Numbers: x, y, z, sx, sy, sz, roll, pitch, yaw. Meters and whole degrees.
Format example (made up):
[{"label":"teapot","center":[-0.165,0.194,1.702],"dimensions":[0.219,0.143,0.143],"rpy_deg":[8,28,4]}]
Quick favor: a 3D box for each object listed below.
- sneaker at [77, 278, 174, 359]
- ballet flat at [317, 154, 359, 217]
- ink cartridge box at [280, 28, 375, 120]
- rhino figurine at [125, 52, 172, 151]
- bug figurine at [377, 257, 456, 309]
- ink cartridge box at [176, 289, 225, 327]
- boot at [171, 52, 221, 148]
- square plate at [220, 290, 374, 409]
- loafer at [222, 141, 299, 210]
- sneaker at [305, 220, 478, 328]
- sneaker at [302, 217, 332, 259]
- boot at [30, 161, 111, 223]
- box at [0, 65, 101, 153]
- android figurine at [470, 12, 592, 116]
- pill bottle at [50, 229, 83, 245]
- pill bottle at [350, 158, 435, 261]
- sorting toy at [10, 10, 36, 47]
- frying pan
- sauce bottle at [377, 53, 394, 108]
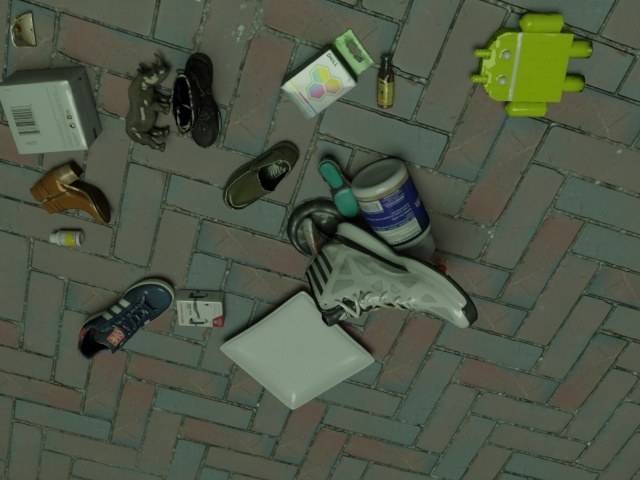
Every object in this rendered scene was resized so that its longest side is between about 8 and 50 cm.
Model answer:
[{"label":"sneaker","center":[-0.575,0.245,2.025],"dimensions":[0.350,0.148,0.131],"rpy_deg":[-33,115,20]},{"label":"ballet flat","center":[0.050,-0.146,1.806],"dimensions":[0.070,0.070,0.188],"rpy_deg":[-18,124,13]},{"label":"ink cartridge box","center":[0.018,-0.395,1.651],"dimensions":[0.209,0.062,0.109],"rpy_deg":[-33,115,20]},{"label":"rhino figurine","center":[-0.421,-0.342,1.697],"dimensions":[0.106,0.073,0.243],"rpy_deg":[11,120,-8]},{"label":"bug figurine","center":[0.234,0.124,1.929],"dimensions":[0.279,0.072,0.216],"rpy_deg":[-5,151,4]},{"label":"ink cartridge box","center":[-0.353,0.202,2.043],"dimensions":[0.135,0.056,0.099],"rpy_deg":[2,123,1]},{"label":"boot","center":[-0.303,-0.302,1.623],"dimensions":[0.091,0.229,0.263],"rpy_deg":[-1,122,3]},{"label":"square plate","center":[-0.070,0.339,2.122],"dimensions":[0.347,0.049,0.344],"rpy_deg":[-35,115,21]},{"label":"loafer","center":[-0.163,-0.159,1.791],"dimensions":[0.251,0.087,0.094],"rpy_deg":[-39,113,23]},{"label":"sneaker","center":[0.150,0.154,1.716],"dimensions":[0.257,0.447,0.169],"rpy_deg":[-50,147,-15]},{"label":"sneaker","center":[0.000,0.000,1.862],"dimensions":[0.065,0.061,0.158],"rpy_deg":[-26,120,-13]},{"label":"boot","center":[-0.672,-0.103,1.859],"dimensions":[0.152,0.073,0.197],"rpy_deg":[-28,105,17]},{"label":"box","center":[-0.661,-0.320,1.692],"dimensions":[0.182,0.119,0.181],"rpy_deg":[-4,122,4]},{"label":"android figurine","center":[0.493,-0.412,1.628],"dimensions":[0.273,0.056,0.248],"rpy_deg":[2,122,-1]},{"label":"pill bottle","center":[-0.712,-0.007,1.934],"dimensions":[0.083,0.043,0.043],"rpy_deg":[2,122,2]},{"label":"pill bottle","center":[0.196,-0.067,1.797],"dimensions":[0.153,0.153,0.264],"rpy_deg":[-21,119,15]},{"label":"sorting toy","center":[-0.704,-0.488,1.614],"dimensions":[0.045,0.075,0.083],"rpy_deg":[5,122,-1]},{"label":"frying pan","center":[-0.023,0.025,1.929],"dimensions":[0.197,0.053,0.326],"rpy_deg":[21,117,-10]},{"label":"sauce bottle","center":[0.158,-0.384,1.666],"dimensions":[0.042,0.042,0.128],"rpy_deg":[-1,120,3]}]
